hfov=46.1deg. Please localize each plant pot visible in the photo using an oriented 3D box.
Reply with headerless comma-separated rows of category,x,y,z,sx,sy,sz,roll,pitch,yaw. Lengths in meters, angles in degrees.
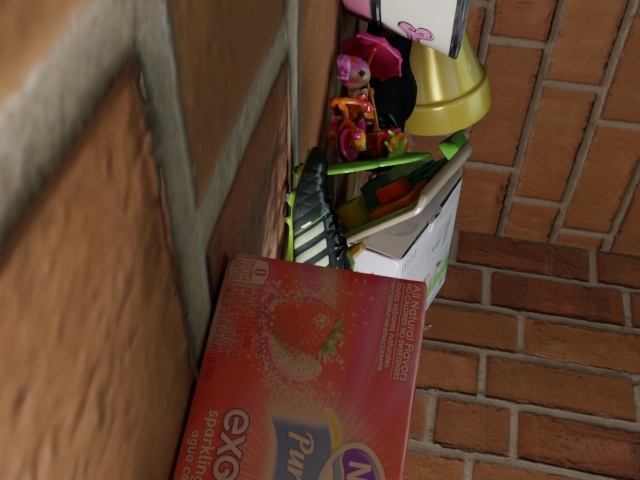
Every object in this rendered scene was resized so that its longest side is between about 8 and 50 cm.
plant pot,0.273,-0.418,1.815,0.254,0.253,0.239,-74,154,-46

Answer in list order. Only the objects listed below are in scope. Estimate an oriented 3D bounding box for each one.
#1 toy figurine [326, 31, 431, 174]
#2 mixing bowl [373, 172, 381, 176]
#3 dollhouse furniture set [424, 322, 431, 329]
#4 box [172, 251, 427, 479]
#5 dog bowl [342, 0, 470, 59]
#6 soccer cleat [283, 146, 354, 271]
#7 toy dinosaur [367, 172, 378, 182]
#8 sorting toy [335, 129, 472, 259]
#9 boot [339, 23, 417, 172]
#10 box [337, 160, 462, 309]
toy figurine,0.049,-0.166,0.898,0.173,0.130,0.159,-19,103,-53
mixing bowl,0.178,-0.130,1.888,0.181,0.098,0.182,9,90,-82
dollhouse furniture set,0.101,0.125,1.358,0.183,0.128,0.129,2,68,-68
box,-0.018,0.178,0.515,0.154,0.142,0.300,81,19,-66
dog bowl,0.122,-0.429,0.882,0.408,0.150,0.408,9,90,-83
soccer cleat,0.000,0.000,0.724,0.060,0.072,0.179,-57,155,-73
toy dinosaur,0.119,-0.139,1.739,0.082,0.047,0.090,70,-5,-57
sorting toy,0.086,-0.057,0.967,0.047,0.196,0.347,55,40,-7
boot,0.087,-0.184,1.117,0.246,0.094,0.207,83,17,-62
box,0.115,0.032,1.192,0.262,0.126,0.231,-48,149,-44
